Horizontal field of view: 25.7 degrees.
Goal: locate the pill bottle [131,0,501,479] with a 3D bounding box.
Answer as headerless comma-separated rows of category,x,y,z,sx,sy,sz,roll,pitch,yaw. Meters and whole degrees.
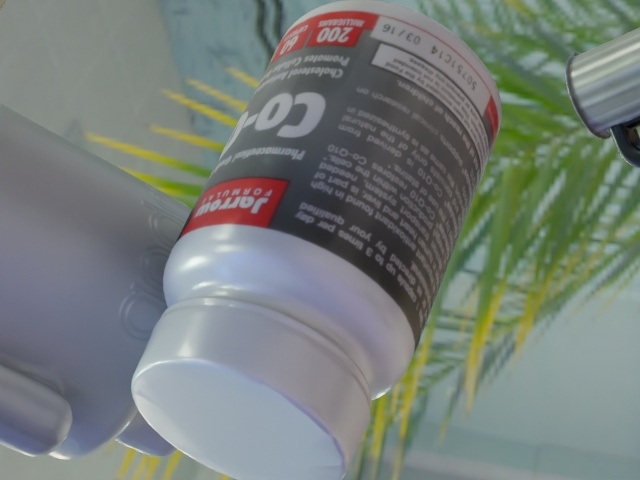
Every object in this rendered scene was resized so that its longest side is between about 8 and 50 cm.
pill bottle,0.000,0.000,0.879,0.161,0.161,0.283,74,-147,-50

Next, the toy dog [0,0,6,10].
toy dog,-0.221,-0.265,0.604,0.408,0.284,0.395,101,160,-60

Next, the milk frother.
milk frother,0.276,-0.138,1.202,0.143,0.134,0.129,20,-124,-46

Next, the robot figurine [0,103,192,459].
robot figurine,-0.220,0.018,0.952,0.200,0.353,0.300,-51,26,22
